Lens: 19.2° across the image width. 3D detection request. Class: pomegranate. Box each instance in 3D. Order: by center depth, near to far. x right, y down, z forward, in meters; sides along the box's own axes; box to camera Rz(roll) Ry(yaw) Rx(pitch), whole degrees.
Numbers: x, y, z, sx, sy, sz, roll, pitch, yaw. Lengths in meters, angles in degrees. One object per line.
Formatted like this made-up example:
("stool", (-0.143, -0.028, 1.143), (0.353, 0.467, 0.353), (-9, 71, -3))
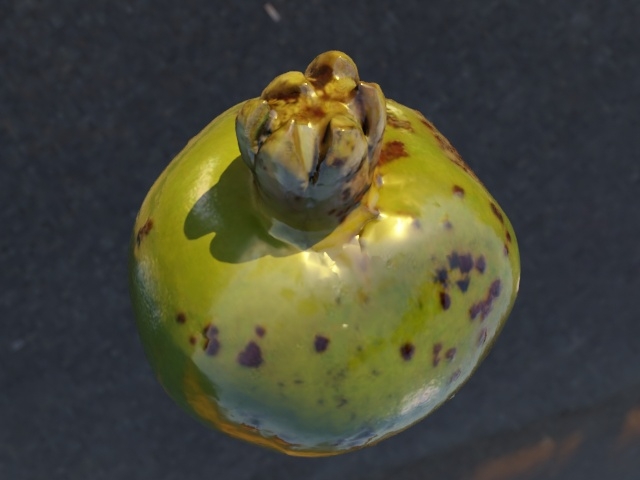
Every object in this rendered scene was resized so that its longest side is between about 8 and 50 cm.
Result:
("pomegranate", (0.000, 0.000, 0.944), (0.202, 0.202, 0.248), (-27, 153, -19))
